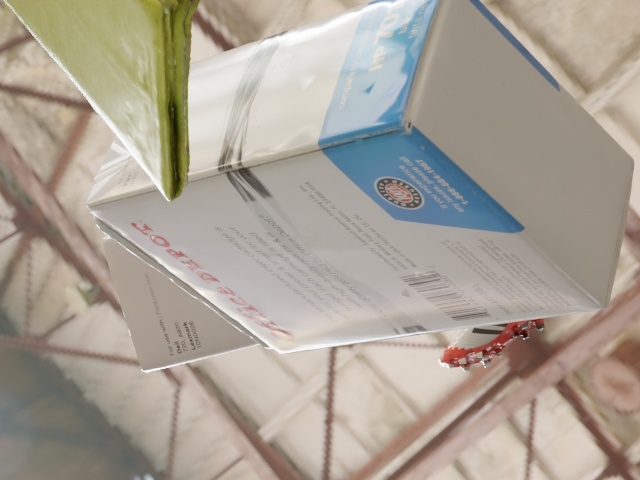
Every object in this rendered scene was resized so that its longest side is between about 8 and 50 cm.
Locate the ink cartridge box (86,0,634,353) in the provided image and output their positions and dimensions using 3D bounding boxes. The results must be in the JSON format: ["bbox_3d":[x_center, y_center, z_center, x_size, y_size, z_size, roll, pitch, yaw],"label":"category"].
[{"bbox_3d":[0.016,-0.023,0.658,0.190,0.082,0.139,-10,-38,43],"label":"ink cartridge box"}]

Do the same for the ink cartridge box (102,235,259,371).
[{"bbox_3d":[0.000,0.000,1.195,0.278,0.201,0.117,-15,-86,30],"label":"ink cartridge box"}]

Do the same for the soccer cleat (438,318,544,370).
[{"bbox_3d":[0.103,0.052,0.922,0.083,0.029,0.036,-37,-126,40],"label":"soccer cleat"}]

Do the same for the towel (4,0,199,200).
[{"bbox_3d":[-0.115,-0.125,0.548,0.237,0.021,0.102,49,-24,25],"label":"towel"}]
